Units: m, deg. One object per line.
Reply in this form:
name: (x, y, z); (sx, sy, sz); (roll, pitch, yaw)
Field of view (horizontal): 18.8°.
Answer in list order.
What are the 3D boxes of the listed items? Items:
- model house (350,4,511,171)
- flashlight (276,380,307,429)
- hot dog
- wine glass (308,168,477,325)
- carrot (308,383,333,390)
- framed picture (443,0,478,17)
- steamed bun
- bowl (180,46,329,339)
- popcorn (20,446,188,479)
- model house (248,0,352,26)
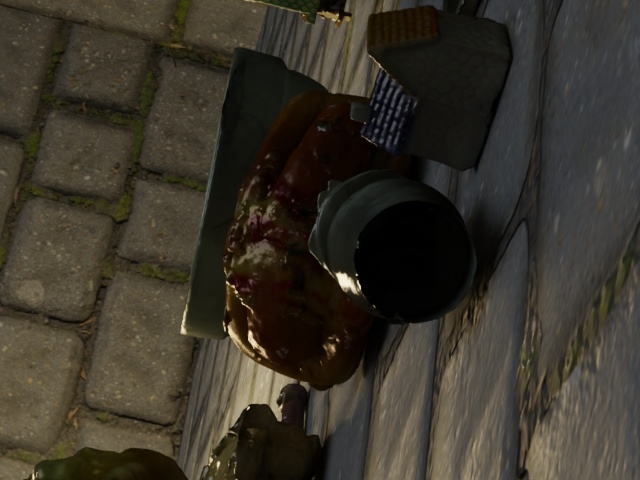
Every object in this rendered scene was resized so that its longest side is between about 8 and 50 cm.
model house: (0.074, -0.115, 1.393); (0.088, 0.100, 0.100); (-91, 15, -65)
flashlight: (-0.032, 0.183, 2.006); (0.110, 0.031, 0.052); (-86, 12, -56)
hot dog: (0.000, 0.000, 1.654); (0.153, 0.150, 0.256); (-36, -40, -84)
wine glass: (0.051, 0.002, 1.347); (0.222, 0.103, 0.103); (-140, 63, -83)
carrot: (0.015, 0.059, 1.833); (0.042, 0.042, 0.170); (-133, 55, -82)
framed picture: (0.147, -0.322, 1.559); (0.213, 0.016, 0.289); (-85, 11, -50)
steamed bun: (-0.064, 0.269, 1.815); (0.177, 0.106, 0.192); (-77, 14, -46)
bowl: (-0.048, -0.038, 2.018); (0.307, 0.163, 0.307); (-168, 90, -83)
popcorn: (-0.229, 0.393, 2.184); (0.335, 0.274, 0.279); (55, 169, 21)
model house: (0.007, -0.387, 2.174); (0.206, 0.178, 0.271); (105, 180, -82)
